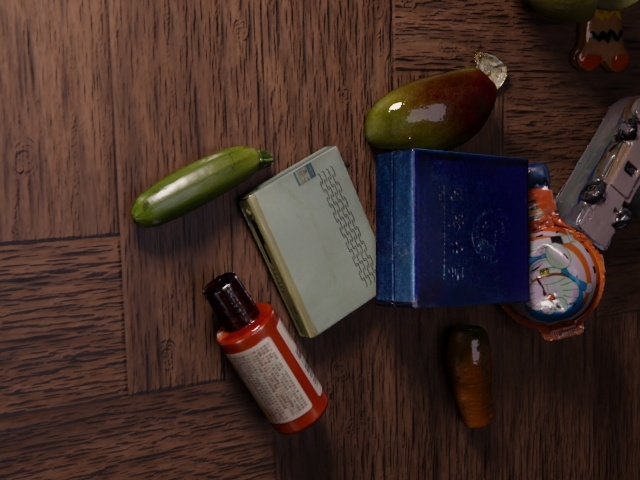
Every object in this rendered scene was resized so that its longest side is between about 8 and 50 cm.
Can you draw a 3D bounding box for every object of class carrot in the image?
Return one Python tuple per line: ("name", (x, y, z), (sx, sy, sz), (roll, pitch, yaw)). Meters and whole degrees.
("carrot", (0.278, 0.252, 1.706), (0.087, 0.087, 0.193), (-14, 104, -28))

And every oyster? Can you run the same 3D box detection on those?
("oyster", (0.309, -0.317, 1.697), (0.083, 0.019, 0.054), (38, 78, -30))

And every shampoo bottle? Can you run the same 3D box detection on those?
("shampoo bottle", (-0.094, 0.174, 1.470), (0.104, 0.104, 0.278), (-38, 112, -21))

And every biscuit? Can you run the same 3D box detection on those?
("biscuit", (0.550, -0.457, 1.811), (0.165, 0.036, 0.250), (-7, 99, -30))

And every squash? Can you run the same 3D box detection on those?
("squash", (-0.179, -0.092, 1.415), (0.252, 0.066, 0.066), (-31, 110, -25))

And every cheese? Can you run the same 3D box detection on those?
("cheese", (0.408, 0.023, 1.713), (0.129, 0.216, 0.329), (-16, 92, -67))

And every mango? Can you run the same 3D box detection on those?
("mango", (0.199, -0.218, 1.594), (0.267, 0.111, 0.133), (-20, 117, -22))

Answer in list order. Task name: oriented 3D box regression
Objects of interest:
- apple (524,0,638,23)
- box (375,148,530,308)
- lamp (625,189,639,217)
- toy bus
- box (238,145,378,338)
("apple", (0.460, -0.523, 1.613), (0.292, 0.292, 0.254), (-29, 132, -24))
("box", (0.233, -0.018, 1.604), (0.279, 0.116, 0.262), (0, 90, -35))
("lamp", (0.658, -0.095, 1.873), (0.105, 0.105, 0.105), (-4, 97, -30))
("toy bus", (0.561, -0.133, 1.799), (0.112, 0.138, 0.317), (39, 77, -22))
("box", (0.000, 0.000, 1.540), (0.210, 0.045, 0.270), (-34, 110, -23))
